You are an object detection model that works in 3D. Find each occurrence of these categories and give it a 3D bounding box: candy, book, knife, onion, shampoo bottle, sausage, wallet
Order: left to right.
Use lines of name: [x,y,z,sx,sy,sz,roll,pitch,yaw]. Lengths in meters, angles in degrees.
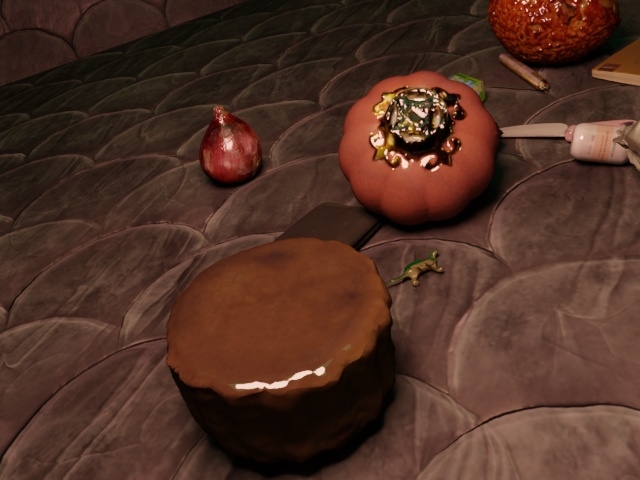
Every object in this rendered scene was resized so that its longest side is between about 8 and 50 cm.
onion: [-0.221,-0.233,1.460,0.159,0.195,0.159,-5,30,3]
wallet: [0.000,0.000,1.176,0.168,0.052,0.245,14,40,36]
candy: [0.304,-0.350,1.522,0.194,0.062,0.097,-27,37,-13]
sausage: [0.527,-0.443,1.586,0.032,0.033,0.269,-17,35,-1]
knife: [0.508,-0.240,1.308,0.335,0.043,0.081,11,37,37]
shampoo bottle: [0.584,-0.180,1.164,0.192,0.074,0.074,11,42,18]
book: [0.885,-0.457,1.459,0.389,0.032,0.269,-33,37,-24]

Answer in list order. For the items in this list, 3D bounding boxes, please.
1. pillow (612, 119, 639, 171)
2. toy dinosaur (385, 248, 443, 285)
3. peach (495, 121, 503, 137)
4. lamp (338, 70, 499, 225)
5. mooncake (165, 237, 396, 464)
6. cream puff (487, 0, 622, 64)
pillow: [0.685,-0.129,0.999,0.283,0.138,0.310,-11,38,-11]
toy dinosaur: [0.163,0.053,1.060,0.119,0.029,0.060,-28,20,-7]
peach: [0.256,-0.194,1.323,0.279,0.068,0.189,-10,45,3]
lamp: [0.181,-0.182,1.142,0.305,0.239,0.306,-3,73,10]
mooncake: [-0.050,0.151,0.865,0.323,0.187,0.324,-9,36,7]
cream puff: [0.580,-0.568,1.557,0.350,0.229,0.350,16,23,-7]
